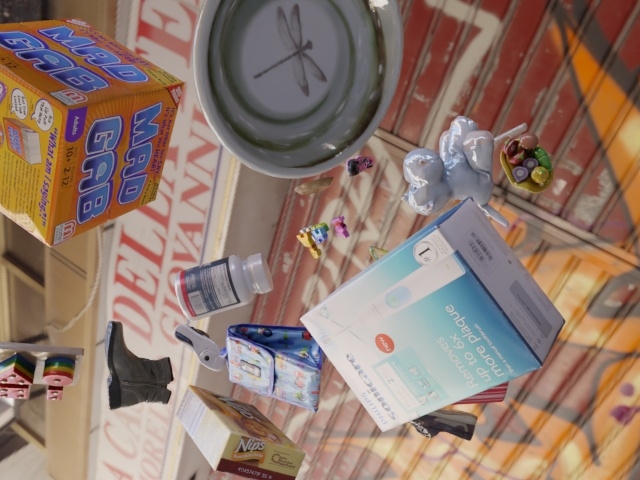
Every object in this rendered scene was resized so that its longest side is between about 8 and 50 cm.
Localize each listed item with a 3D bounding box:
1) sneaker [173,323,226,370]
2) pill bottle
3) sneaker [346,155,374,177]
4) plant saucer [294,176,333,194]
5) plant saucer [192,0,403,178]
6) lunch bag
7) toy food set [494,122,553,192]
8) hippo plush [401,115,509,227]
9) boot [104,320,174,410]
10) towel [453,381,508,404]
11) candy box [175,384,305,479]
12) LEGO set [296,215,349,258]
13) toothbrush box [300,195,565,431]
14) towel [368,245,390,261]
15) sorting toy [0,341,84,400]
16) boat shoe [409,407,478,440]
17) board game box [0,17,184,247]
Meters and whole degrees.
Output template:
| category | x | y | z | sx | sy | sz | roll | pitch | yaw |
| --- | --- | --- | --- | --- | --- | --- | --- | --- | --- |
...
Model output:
| category | x | y | z | sx | sy | sz | roll | pitch | yaw |
| --- | --- | --- | --- | --- | --- | --- | --- | --- | --- |
| sneaker | -0.377 | 0.351 | 2.010 | 0.079 | 0.217 | 0.121 | -54 | -19 | 0 |
| pill bottle | -0.194 | 0.090 | 1.236 | 0.180 | 0.107 | 0.108 | -17 | -23 | 2 |
| sneaker | 0.106 | -0.197 | 1.594 | 0.119 | 0.057 | 0.047 | -44 | -48 | -55 |
| plant saucer | -0.011 | -0.108 | 1.224 | 0.084 | 0.015 | 0.083 | -17 | -4 | -1 |
| plant saucer | -0.041 | -0.307 | 1.015 | 0.401 | 0.101 | 0.400 | -16 | -60 | -31 |
| lunch bag | -0.131 | 0.327 | 1.655 | 0.220 | 0.293 | 0.138 | 93 | -170 | -45 |
| toy food set | 0.583 | -0.242 | 1.720 | 0.128 | 0.217 | 0.071 | -20 | -20 | -2 |
| hippo plush | 0.324 | -0.166 | 1.621 | 0.237 | 0.234 | 0.294 | -18 | -69 | -9 |
| boot | -0.456 | 0.308 | 1.529 | 0.161 | 0.083 | 0.246 | -4 | -73 | -23 |
| towel | 0.374 | 0.300 | 1.492 | 0.031 | 0.199 | 0.274 | -93 | 1 | -58 |
| candy box | -0.186 | 0.425 | 1.334 | 0.316 | 0.183 | 0.087 | 9 | 74 | 63 |
| LEGO set | 0.000 | 0.000 | 1.956 | 0.087 | 0.093 | 0.227 | -35 | 11 | -34 |
| toothbrush box | 0.147 | 0.113 | 0.859 | 0.295 | 0.216 | 0.126 | -38 | -3 | 42 |
| towel | 0.170 | 0.067 | 1.368 | 0.021 | 0.102 | 0.237 | -35 | 11 | -8 |
| sorting toy | -0.885 | 0.417 | 1.881 | 0.255 | 0.257 | 0.089 | 124 | 148 | -48 |
| boat shoe | 0.329 | 0.544 | 1.804 | 0.103 | 0.285 | 0.092 | 139 | 139 | -75 |
| board game box | -0.607 | -0.271 | 1.438 | 0.356 | 0.356 | 0.356 | -38 | -23 | -54 |
